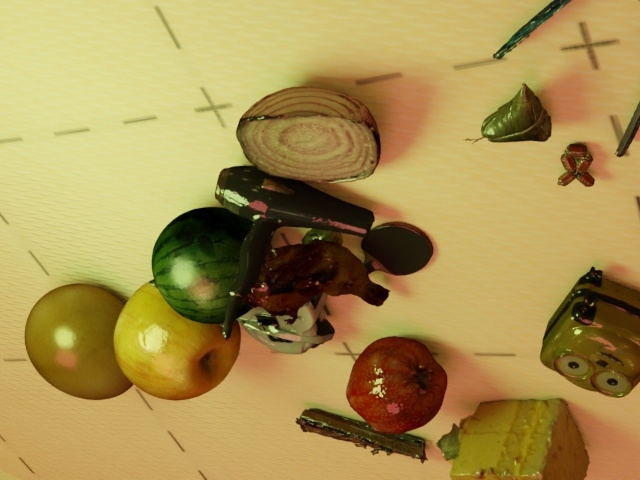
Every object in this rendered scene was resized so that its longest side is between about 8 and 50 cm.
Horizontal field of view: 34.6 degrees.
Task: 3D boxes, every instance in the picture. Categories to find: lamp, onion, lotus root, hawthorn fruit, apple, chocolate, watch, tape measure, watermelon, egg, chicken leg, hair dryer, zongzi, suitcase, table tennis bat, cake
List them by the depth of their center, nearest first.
[{"bbox_3d":[0.441,-0.272,1.515,0.276,0.068,0.274,34,139,-12],"label":"watch"},{"bbox_3d":[0.285,-0.207,1.656,0.154,0.062,0.130,0,151,35],"label":"zongzi"},{"bbox_3d":[0.424,-0.126,1.711,0.063,0.031,0.083,3,132,21],"label":"lamp"},{"bbox_3d":[-0.013,-0.194,1.804,0.250,0.111,0.247,3,158,9],"label":"onion"},{"bbox_3d":[-0.085,0.036,1.892,0.304,0.359,0.120,19,157,0],"label":"hair dryer"},{"bbox_3d":[0.526,0.182,1.901,0.194,0.143,0.234,23,140,2],"label":"suitcase"},{"bbox_3d":[-0.009,0.085,1.994,0.323,0.083,0.177,-12,128,-17],"label":"chicken leg"},{"bbox_3d":[0.129,0.031,2.032,0.130,0.019,0.220,40,136,-17],"label":"table tennis bat"},{"bbox_3d":[0.000,0.000,2.038,0.099,0.049,0.054,-11,130,37],"label":"lotus root"},{"bbox_3d":[-0.217,0.050,2.057,0.242,0.242,0.242,14,139,13],"label":"watermelon"},{"bbox_3d":[0.146,0.316,2.201,0.205,0.205,0.253,40,144,-17],"label":"hawthorn fruit"},{"bbox_3d":[-0.080,0.160,2.201,0.236,0.120,0.197,2,137,31],"label":"tape measure"},{"bbox_3d":[0.408,0.493,2.223,0.286,0.222,0.227,-9,123,34],"label":"cake"},{"bbox_3d":[-0.308,0.213,2.246,0.233,0.286,0.286,30,145,27],"label":"apple"},{"bbox_3d":[-0.548,0.244,2.417,0.250,0.250,0.322,-3,138,29],"label":"egg"},{"bbox_3d":[0.103,0.471,2.488,0.329,0.065,0.102,14,157,14],"label":"chocolate"}]
